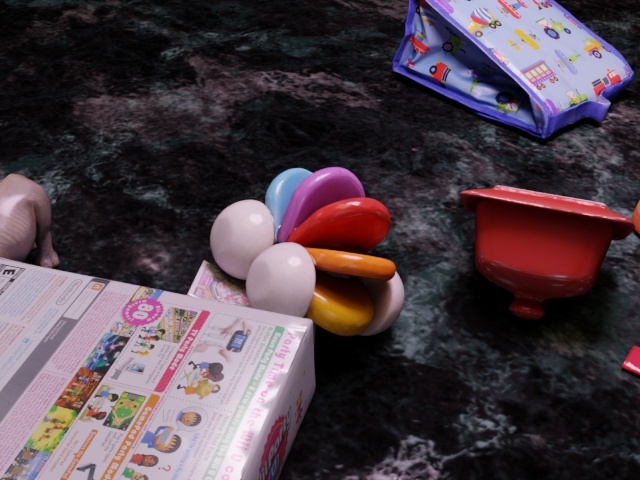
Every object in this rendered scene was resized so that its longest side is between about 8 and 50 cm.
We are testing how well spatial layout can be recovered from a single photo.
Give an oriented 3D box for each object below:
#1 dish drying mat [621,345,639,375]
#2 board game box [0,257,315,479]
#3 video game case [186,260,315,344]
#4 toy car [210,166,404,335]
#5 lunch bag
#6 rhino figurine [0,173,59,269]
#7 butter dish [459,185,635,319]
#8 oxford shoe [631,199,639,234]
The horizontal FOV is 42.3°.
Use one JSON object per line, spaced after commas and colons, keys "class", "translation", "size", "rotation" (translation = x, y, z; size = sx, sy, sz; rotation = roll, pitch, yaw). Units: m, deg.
{"class": "dish drying mat", "translation": [0.320, 0.124, 0.751], "size": [0.083, 0.008, 0.032], "rotation": [25, 44, 27]}
{"class": "board game box", "translation": [-0.181, 0.136, 0.652], "size": [0.304, 0.097, 0.224], "rotation": [10, 39, 14]}
{"class": "video game case", "translation": [-0.061, 0.063, 0.758], "size": [0.122, 0.011, 0.087], "rotation": [27, 17, -7]}
{"class": "toy car", "translation": [0.000, 0.000, 0.770], "size": [0.159, 0.136, 0.182], "rotation": [10, 26, -40]}
{"class": "lunch bag", "translation": [0.291, -0.261, 1.177], "size": [0.221, 0.138, 0.293], "rotation": [-27, 55, -36]}
{"class": "rhino figurine", "translation": [-0.326, 0.027, 0.782], "size": [0.073, 0.106, 0.243], "rotation": [8, 38, 10]}
{"class": "butter dish", "translation": [0.211, 0.019, 0.807], "size": [0.160, 0.118, 0.160], "rotation": [11, -2, 16]}
{"class": "oxford shoe", "translation": [0.452, -0.096, 0.968], "size": [0.097, 0.098, 0.271], "rotation": [22, 42, 25]}
